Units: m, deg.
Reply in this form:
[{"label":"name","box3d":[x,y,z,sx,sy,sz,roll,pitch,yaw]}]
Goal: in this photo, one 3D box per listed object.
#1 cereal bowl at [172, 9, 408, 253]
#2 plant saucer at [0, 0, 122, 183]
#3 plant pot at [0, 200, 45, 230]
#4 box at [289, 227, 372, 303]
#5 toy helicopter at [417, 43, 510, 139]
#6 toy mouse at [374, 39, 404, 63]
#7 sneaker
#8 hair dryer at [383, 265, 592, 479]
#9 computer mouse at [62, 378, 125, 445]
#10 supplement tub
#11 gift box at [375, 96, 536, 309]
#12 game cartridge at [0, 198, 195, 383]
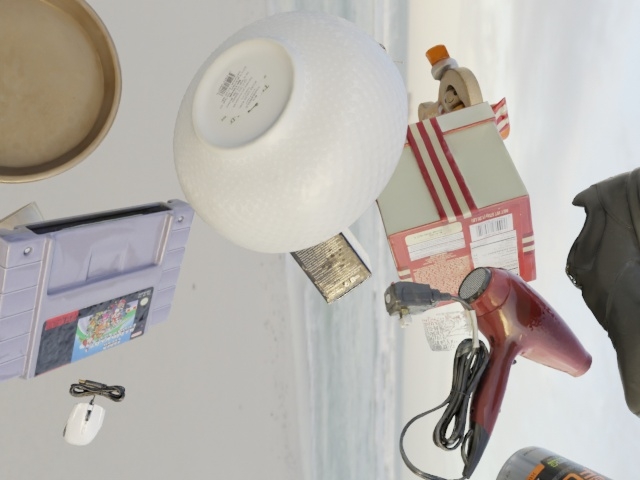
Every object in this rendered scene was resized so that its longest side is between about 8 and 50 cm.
[{"label":"cereal bowl","box3d":[-0.064,-0.160,0.953,0.141,0.339,0.339,31,58,-57]},{"label":"plant saucer","box3d":[-0.400,-0.210,0.932,0.041,0.278,0.277,179,-88,-72]},{"label":"plant pot","box3d":[-0.638,0.097,1.532,0.274,0.256,0.256,59,17,-16]},{"label":"box","box3d":[0.000,0.000,1.442,0.207,0.108,0.153,54,8,-11]},{"label":"toy helicopter","box3d":[0.283,-0.313,1.653,0.355,0.140,0.235,-165,-122,-80]},{"label":"toy mouse","box3d":[0.080,-0.374,1.561,0.143,0.161,0.031,-54,177,26]},{"label":"sneaker","box3d":[0.334,0.053,0.783,0.109,0.130,0.286,31,57,-35]},{"label":"hair dryer","box3d":[0.197,0.142,0.841,0.080,0.294,0.223,-14,-98,63]},{"label":"computer mouse","box3d":[-0.472,0.360,1.466,0.042,0.106,0.193,-106,-143,-53]},{"label":"supplement tub","box3d":[0.500,0.535,1.376,0.316,0.194,0.193,14,-73,55]},{"label":"gift box","box3d":[0.214,-0.078,1.191,0.276,0.255,0.258,74,4,-47]},{"label":"game cartridge","box3d":[-0.338,0.068,1.078,0.355,0.068,0.230,-18,126,-57]}]
